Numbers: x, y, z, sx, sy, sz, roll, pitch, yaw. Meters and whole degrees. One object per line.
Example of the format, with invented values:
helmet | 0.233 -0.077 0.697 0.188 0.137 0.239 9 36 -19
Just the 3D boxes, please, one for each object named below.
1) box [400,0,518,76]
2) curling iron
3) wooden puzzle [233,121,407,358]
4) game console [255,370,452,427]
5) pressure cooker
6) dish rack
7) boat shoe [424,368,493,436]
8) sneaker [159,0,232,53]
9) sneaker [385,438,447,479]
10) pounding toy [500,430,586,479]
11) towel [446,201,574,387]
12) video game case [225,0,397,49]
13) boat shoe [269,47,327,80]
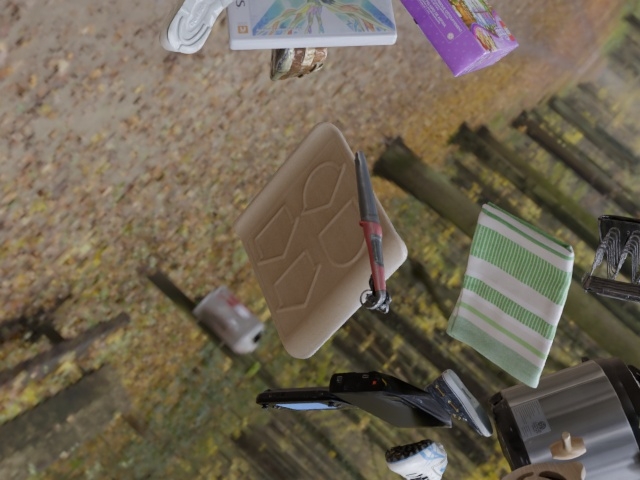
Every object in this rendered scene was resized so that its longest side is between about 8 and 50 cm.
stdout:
box | 0.193 -0.348 1.348 0.057 0.201 0.293 -36 179 25
curling iron | 0.074 -0.015 1.460 0.035 0.273 0.068 0 163 -27
wooden puzzle | 0.000 0.000 1.727 0.081 0.347 0.322 13 128 -44
game console | 0.046 0.298 1.664 0.361 0.213 0.043 -10 -122 40
pressure cooker | 0.648 0.478 2.160 0.421 0.369 0.375 -21 173 5
dish rack | 0.531 0.037 1.454 0.271 0.208 0.074 -33 128 -60
boat shoe | 0.329 0.402 2.168 0.083 0.183 0.065 -40 169 22
sneaker | -0.204 -0.433 1.602 0.235 0.090 0.095 -52 -154 -7
sneaker | 0.175 0.397 1.602 0.085 0.086 0.237 -15 163 17
pounding toy | 0.370 0.415 1.535 0.154 0.154 0.269 -20 -169 20
towel | 0.392 0.112 1.898 0.038 0.248 0.324 -14 125 -42
video game case | -0.029 -0.518 1.819 0.329 0.299 0.036 -4 157 -8
boat shoe | -0.047 -0.406 1.993 0.324 0.120 0.122 -117 -148 -78
